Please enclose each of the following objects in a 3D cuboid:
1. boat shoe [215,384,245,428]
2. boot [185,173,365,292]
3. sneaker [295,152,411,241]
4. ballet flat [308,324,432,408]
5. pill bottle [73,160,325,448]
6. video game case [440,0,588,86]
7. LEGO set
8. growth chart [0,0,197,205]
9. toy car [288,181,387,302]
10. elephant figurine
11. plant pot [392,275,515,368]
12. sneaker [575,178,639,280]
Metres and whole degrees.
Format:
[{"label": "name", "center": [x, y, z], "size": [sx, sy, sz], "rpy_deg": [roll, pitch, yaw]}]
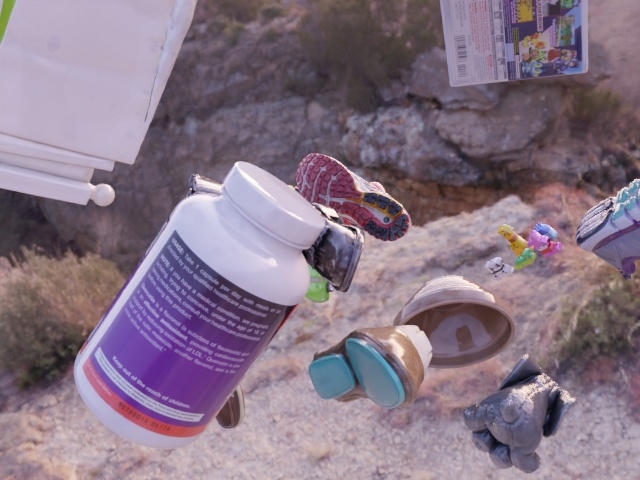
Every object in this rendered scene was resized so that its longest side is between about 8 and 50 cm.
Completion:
[{"label": "boat shoe", "center": [-0.246, 0.300, 1.555], "size": [0.095, 0.258, 0.095], "rpy_deg": [-14, 7, 35]}, {"label": "boot", "center": [-0.076, -0.018, 0.982], "size": [0.229, 0.091, 0.263], "rpy_deg": [15, 13, -21]}, {"label": "sneaker", "center": [0.054, -0.068, 1.211], "size": [0.088, 0.225, 0.092], "rpy_deg": [-56, -15, 9]}, {"label": "ballet flat", "center": [0.087, 0.176, 1.038], "size": [0.124, 0.116, 0.342], "rpy_deg": [-23, -7, -22]}, {"label": "pill bottle", "center": [-0.136, 0.074, 0.840], "size": [0.323, 0.181, 0.181], "rpy_deg": [-53, 19, 13]}, {"label": "video game case", "center": [0.250, -0.305, 0.929], "size": [0.183, 0.201, 0.023], "rpy_deg": [-2, 35, 18]}, {"label": "LEGO set", "center": [0.466, 0.005, 1.686], "size": [0.087, 0.093, 0.227], "rpy_deg": [-58, 9, -32]}, {"label": "growth chart", "center": [-0.164, -0.133, 0.461], "size": [0.021, 0.172, 0.237], "rpy_deg": [37, 101, 53]}, {"label": "toy car", "center": [0.000, 0.000, 1.304], "size": [0.239, 0.225, 0.053], "rpy_deg": [1, -10, 33]}, {"label": "elephant figurine", "center": [0.394, 0.301, 1.343], "size": [0.239, 0.169, 0.186], "rpy_deg": [-34, 9, -28]}, {"label": "plant pot", "center": [0.255, 0.147, 1.407], "size": [0.237, 0.237, 0.110], "rpy_deg": [-14, 47, 13]}, {"label": "sneaker", "center": [0.398, -0.035, 0.799], "size": [0.223, 0.098, 0.083], "rpy_deg": [-44, 10, 51]}]
